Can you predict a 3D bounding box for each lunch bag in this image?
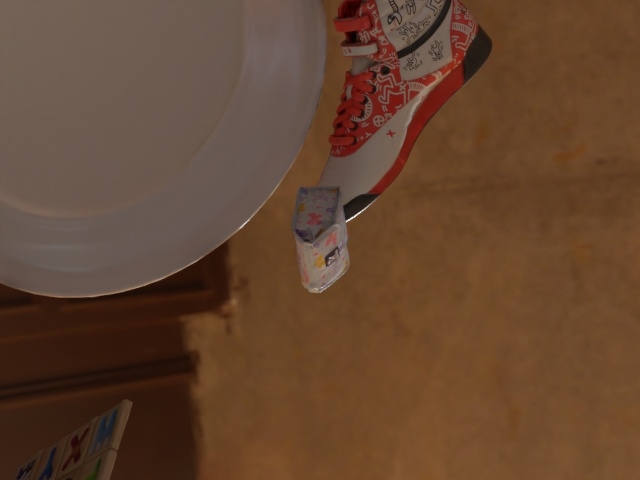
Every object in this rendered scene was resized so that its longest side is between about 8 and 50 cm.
[{"bbox_3d":[0.000,0.000,1.511,0.083,0.053,0.071,-76,162,-47],"label":"lunch bag"}]

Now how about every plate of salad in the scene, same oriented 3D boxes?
[{"bbox_3d":[-0.089,-0.067,0.689,0.200,0.200,0.048,66,10,26],"label":"plate of salad"}]

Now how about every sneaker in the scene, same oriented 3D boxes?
[{"bbox_3d":[0.045,-0.154,1.581,0.145,0.270,0.090,45,-13,-26],"label":"sneaker"}]

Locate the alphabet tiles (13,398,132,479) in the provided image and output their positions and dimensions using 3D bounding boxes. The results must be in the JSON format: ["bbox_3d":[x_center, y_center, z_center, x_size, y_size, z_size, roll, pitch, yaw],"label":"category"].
[{"bbox_3d":[-0.219,0.231,1.096,0.237,0.009,0.198,-33,-146,44],"label":"alphabet tiles"}]
